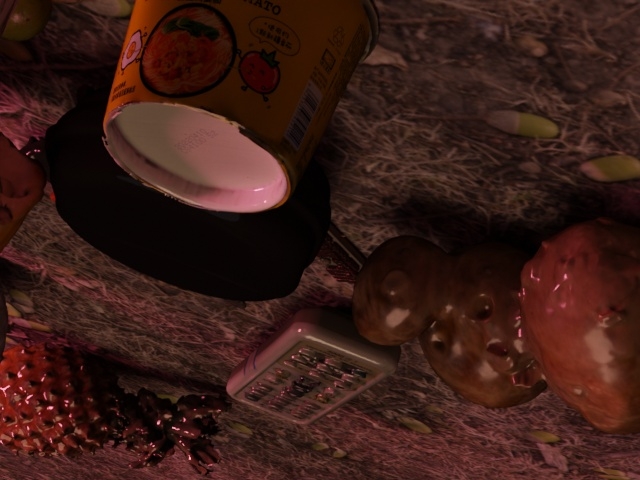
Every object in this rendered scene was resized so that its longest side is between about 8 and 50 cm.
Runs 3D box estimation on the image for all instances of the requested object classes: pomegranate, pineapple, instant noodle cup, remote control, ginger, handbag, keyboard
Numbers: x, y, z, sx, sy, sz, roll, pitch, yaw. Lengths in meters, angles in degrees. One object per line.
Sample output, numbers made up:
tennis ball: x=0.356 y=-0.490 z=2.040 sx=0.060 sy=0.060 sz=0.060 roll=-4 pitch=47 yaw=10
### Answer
pomegranate: x=-0.225 y=-0.190 z=0.963 sx=0.085 sy=0.073 sz=0.073 roll=-31 pitch=140 yaw=10
pineapple: x=-0.308 y=0.241 z=1.851 sx=0.361 sy=0.175 sz=0.175 roll=4 pitch=154 yaw=9
instant noodle cup: x=-0.065 y=-0.113 z=0.909 sx=0.182 sy=0.144 sz=0.182 roll=15 pitch=156 yaw=7
remote control: x=-0.014 y=0.150 z=1.542 sx=0.128 sy=0.065 sz=0.335 roll=25 pitch=156 yaw=-10
ginger: x=0.181 y=0.075 z=1.130 sx=0.304 sy=0.155 sz=0.244 roll=0 pitch=153 yaw=33
handbag: x=-0.119 y=-0.033 z=1.126 sx=0.254 sy=0.093 sz=0.308 roll=18 pitch=162 yaw=-2
keyboard: x=0.000 y=0.000 z=1.266 sx=0.055 sy=0.017 sz=0.166 roll=1 pitch=151 yaw=34

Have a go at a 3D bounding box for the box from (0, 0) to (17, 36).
box: x=-0.211 y=-0.203 z=0.756 sx=0.111 sy=0.194 sz=0.260 roll=23 pitch=155 yaw=-12

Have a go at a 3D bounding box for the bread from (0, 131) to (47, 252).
bread: x=-0.465 y=-0.027 z=1.096 sx=0.361 sy=0.250 sz=0.394 roll=36 pitch=109 yaw=-8

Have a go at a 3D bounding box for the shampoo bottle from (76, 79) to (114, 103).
shampoo bottle: x=-0.146 y=-0.118 z=1.100 sx=0.137 sy=0.027 sz=0.048 roll=7 pitch=156 yaw=23

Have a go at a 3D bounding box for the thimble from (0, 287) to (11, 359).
thimble: x=-0.503 y=0.098 z=1.601 sx=0.250 sy=0.205 sz=0.172 roll=39 pitch=147 yaw=-6

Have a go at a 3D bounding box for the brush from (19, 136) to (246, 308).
brush: x=-0.182 y=-0.006 z=1.337 sx=0.070 sy=0.051 sz=0.323 roll=-10 pitch=145 yaw=42
